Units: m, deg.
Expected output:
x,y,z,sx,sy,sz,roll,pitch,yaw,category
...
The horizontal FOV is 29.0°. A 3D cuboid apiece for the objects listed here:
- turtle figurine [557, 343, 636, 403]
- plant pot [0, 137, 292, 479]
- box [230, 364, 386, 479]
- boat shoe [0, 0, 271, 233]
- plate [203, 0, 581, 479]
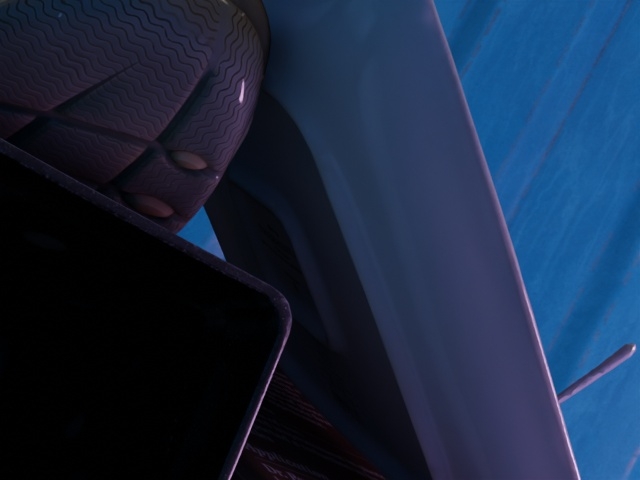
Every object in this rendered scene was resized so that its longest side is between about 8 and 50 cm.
x,y,z,sx,sy,sz,roll,pitch,yaw,category
0.101,0.221,0.784,0.198,0.274,0.266,63,-1,12,turtle figurine
-0.156,0.066,0.418,0.188,0.187,0.167,31,-19,-28,plant pot
-0.071,0.119,0.590,0.191,0.143,0.381,31,5,-40,box
-0.148,-0.056,0.509,0.132,0.130,0.355,34,-34,-32,boat shoe
0.000,0.000,0.530,0.277,0.045,0.278,34,-31,59,plate
